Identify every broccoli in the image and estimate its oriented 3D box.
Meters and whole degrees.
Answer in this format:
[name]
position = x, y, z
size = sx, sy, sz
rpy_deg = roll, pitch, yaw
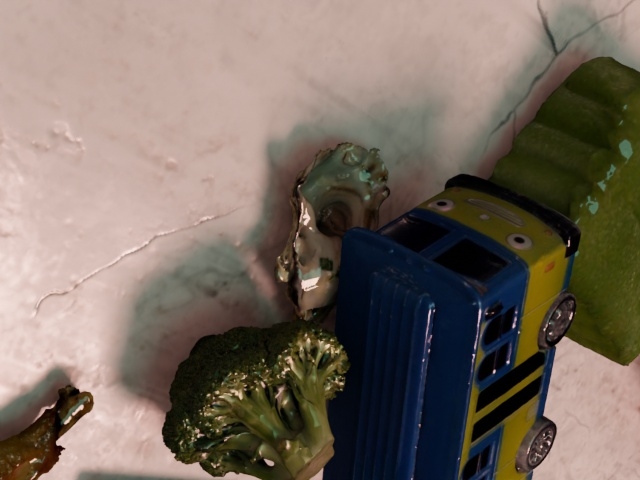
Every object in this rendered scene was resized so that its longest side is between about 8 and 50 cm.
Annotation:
[broccoli]
position = -0.046, 0.123, 1.023
size = 0.162, 0.138, 0.146
rpy_deg = -47, 159, 6

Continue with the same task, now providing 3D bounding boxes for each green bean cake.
[green bean cake]
position = 0.265, -0.030, 1.204
size = 0.222, 0.125, 0.248
rpy_deg = -53, 135, -6

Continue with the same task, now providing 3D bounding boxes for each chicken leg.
[chicken leg]
position = -0.230, 0.181, 0.964
size = 0.178, 0.070, 0.093
rpy_deg = -52, 132, -20

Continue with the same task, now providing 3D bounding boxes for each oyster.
[oyster]
position = 0.000, 0.000, 1.061
size = 0.108, 0.053, 0.166
rpy_deg = 0, 103, -57

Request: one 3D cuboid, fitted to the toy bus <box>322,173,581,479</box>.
[toy bus]
position = 0.107, 0.108, 1.097
size = 0.175, 0.138, 0.288
rpy_deg = -27, 132, -40
